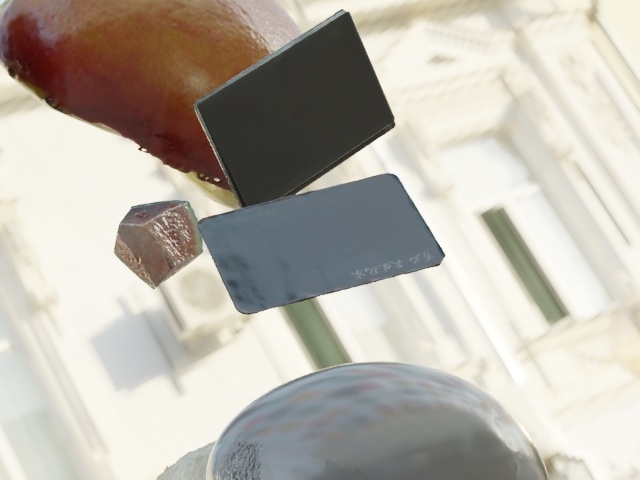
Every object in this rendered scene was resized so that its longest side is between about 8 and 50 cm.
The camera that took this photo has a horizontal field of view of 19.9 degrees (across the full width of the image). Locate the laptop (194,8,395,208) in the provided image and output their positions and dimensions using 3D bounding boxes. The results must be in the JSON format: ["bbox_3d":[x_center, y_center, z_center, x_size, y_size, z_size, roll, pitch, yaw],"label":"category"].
[{"bbox_3d":[-0.021,-0.113,1.655,0.180,0.129,0.016,-35,25,-23],"label":"laptop"}]

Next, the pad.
[{"bbox_3d":[0.000,0.000,1.304,0.157,0.112,0.003,-14,-47,-14],"label":"pad"}]

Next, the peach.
[{"bbox_3d":[-0.159,-0.207,2.043,0.380,0.306,0.242,34,-83,-23],"label":"peach"}]

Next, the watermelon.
[{"bbox_3d":[-0.160,-0.004,1.833,0.092,0.084,0.072,-51,7,-8],"label":"watermelon"}]

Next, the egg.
[{"bbox_3d":[0.033,0.142,1.051,0.199,0.146,0.146,7,-17,13],"label":"egg"}]

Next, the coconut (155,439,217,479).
[{"bbox_3d":[-0.050,0.214,1.298,0.161,0.162,0.161,-11,-49,-12],"label":"coconut"}]
